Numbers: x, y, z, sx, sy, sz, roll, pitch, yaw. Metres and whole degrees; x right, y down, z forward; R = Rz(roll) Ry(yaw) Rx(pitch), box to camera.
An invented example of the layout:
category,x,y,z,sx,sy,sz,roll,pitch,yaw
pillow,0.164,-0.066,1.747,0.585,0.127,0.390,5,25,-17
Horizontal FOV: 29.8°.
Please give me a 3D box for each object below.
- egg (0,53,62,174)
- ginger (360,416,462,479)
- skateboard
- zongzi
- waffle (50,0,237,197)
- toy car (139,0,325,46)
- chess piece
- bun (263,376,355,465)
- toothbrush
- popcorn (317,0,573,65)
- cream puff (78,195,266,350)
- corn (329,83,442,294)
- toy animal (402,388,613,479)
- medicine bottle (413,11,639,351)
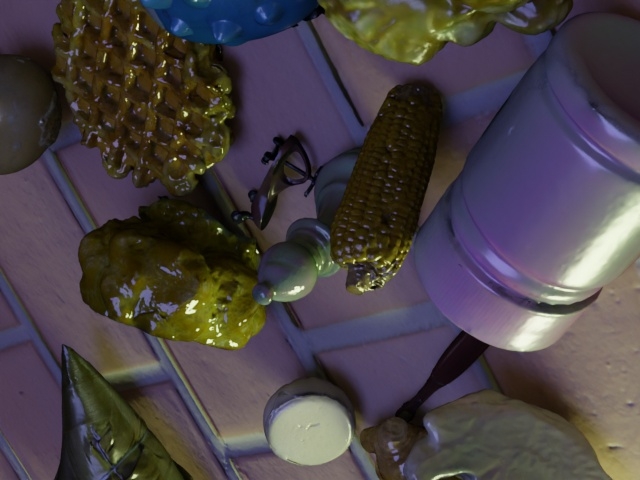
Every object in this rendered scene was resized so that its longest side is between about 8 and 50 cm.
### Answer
category,x,y,z,sx,sy,sz,roll,pitch,yaw
egg,-0.461,-0.181,1.744,0.164,0.164,0.201,45,130,3
ginger,0.149,0.333,1.680,0.216,0.102,0.157,45,141,2
skateboard,-0.053,-0.072,1.595,0.080,0.067,0.151,32,129,3
zongzi,-0.412,0.356,2.060,0.323,0.160,0.360,-24,103,42
waffle,-0.240,-0.210,1.631,0.302,0.068,0.324,-12,113,40
toy car,-0.123,-0.314,1.394,0.255,0.190,0.188,7,123,34
chess piece,0.000,0.000,1.451,0.139,0.272,0.139,20,128,27
bun,-0.017,0.253,1.761,0.138,0.094,0.138,-2,117,-3
toothbrush,0.187,0.146,1.575,0.041,0.041,0.364,41,135,7
popcorn,0.123,-0.308,1.196,0.277,0.225,0.276,9,114,22
cream puff,-0.200,0.036,1.674,0.282,0.282,0.185,19,95,26
corn,0.077,-0.061,1.387,0.097,0.261,0.097,17,164,5
toy animal,0.232,0.320,1.549,0.188,0.308,0.266,-177,90,-76
medicine bottle,0.259,-0.055,1.269,0.212,0.212,0.325,39,133,9
